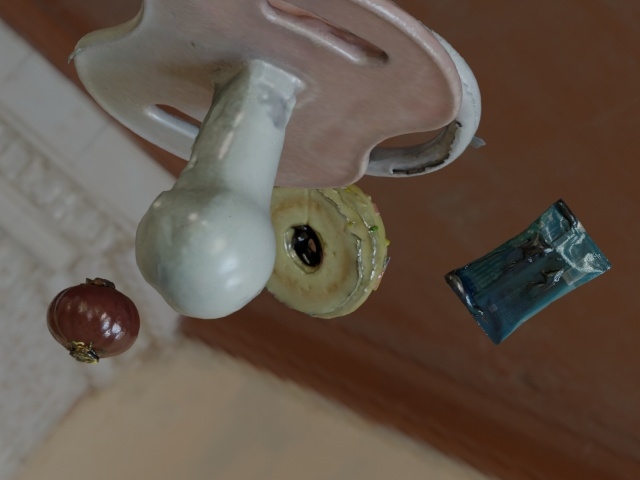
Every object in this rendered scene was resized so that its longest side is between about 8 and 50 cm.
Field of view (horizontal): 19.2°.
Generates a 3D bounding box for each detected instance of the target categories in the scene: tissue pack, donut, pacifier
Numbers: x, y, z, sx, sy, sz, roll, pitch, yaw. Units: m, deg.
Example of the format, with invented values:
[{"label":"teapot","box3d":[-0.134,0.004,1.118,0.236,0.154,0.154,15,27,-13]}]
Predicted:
[{"label":"tissue pack","box3d":[0.196,0.030,1.792,0.085,0.138,0.028,54,-165,0]},{"label":"donut","box3d":[0.000,0.000,2.059,0.174,0.068,0.175,13,113,31]},{"label":"pacifier","box3d":[-0.046,-0.091,1.304,0.220,0.273,0.332,57,150,-1]}]

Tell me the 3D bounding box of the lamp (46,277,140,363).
[{"label":"lamp","box3d":[-0.241,0.085,2.000,0.101,0.090,0.101,10,159,4]}]
